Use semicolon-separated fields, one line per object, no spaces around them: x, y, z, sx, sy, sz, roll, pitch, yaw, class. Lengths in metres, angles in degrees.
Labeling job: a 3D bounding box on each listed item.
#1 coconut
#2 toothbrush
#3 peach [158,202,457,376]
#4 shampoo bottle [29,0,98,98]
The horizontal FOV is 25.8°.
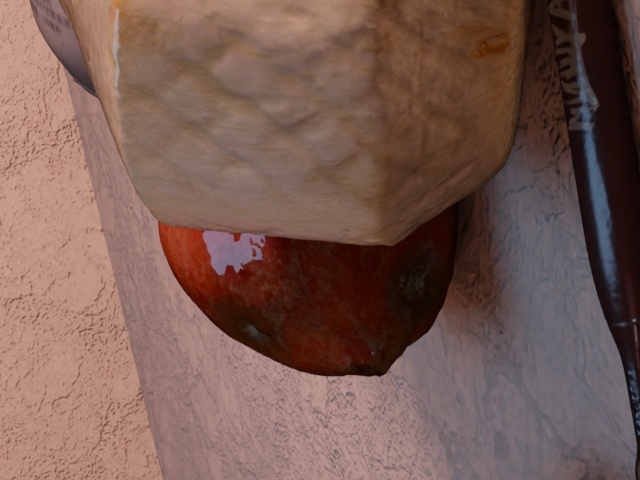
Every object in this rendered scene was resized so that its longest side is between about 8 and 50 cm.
-0.026;-0.148;0.895;0.329;0.328;0.329;168;90;-71;coconut
0.180;-0.011;0.851;0.041;0.040;0.364;-173;71;-70;toothbrush
0.000;0.000;1.090;0.257;0.232;0.232;-109;18;-44;peach
-0.107;-0.260;1.155;0.273;0.273;0.266;-125;34;-49;shampoo bottle
